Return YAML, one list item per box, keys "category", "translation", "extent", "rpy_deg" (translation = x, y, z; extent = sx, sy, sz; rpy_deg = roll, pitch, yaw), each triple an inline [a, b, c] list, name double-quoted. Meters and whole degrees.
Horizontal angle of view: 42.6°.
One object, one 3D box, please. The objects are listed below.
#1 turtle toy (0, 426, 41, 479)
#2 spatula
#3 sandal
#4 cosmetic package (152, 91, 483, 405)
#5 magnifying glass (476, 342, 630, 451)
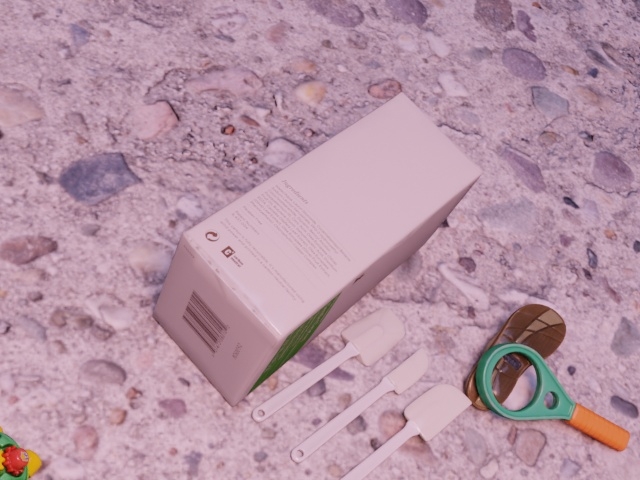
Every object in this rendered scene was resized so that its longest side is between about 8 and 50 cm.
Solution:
- category: "turtle toy"
  translation: [-0.307, 0.224, 0.771]
  extent: [0.130, 0.066, 0.095]
  rpy_deg: [36, 53, 3]
- category: "spatula"
  translation: [0.046, 0.192, 0.969]
  extent: [0.242, 0.019, 0.168]
  rpy_deg: [-31, 75, -31]
- category: "sandal"
  translation: [0.244, 0.148, 1.060]
  extent: [0.072, 0.049, 0.180]
  rpy_deg: [46, 68, 2]
- category: "cosmetic package"
  translation: [0.000, 0.000, 0.963]
  extent: [0.155, 0.197, 0.365]
  rpy_deg: [46, 55, 11]
- category: "magnifying glass"
  translation: [0.293, 0.204, 1.027]
  extent: [0.231, 0.026, 0.092]
  rpy_deg: [30, 75, -17]
